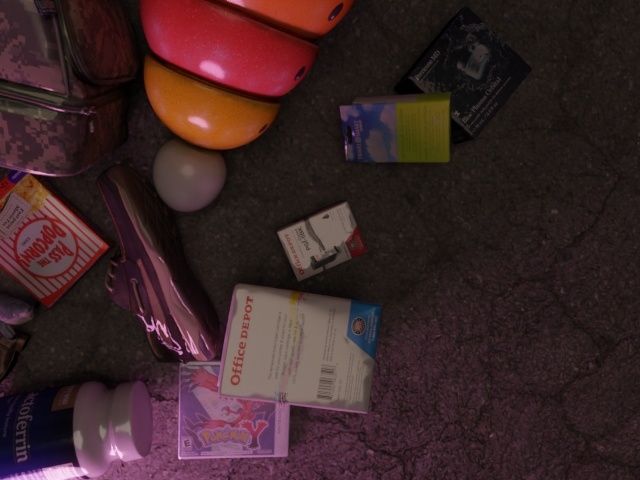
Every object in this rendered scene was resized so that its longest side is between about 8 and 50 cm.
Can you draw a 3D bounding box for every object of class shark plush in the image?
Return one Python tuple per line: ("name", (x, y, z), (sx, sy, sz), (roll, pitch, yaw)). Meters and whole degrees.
("shark plush", (-0.539, 0.091, 0.839), (0.161, 0.067, 0.073), (32, 60, 8))

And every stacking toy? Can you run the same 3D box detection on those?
("stacking toy", (-0.150, -0.265, 0.775), (0.350, 0.351, 0.480), (19, 113, -8))

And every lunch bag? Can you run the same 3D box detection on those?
("lunch bag", (-0.371, -0.249, 0.682), (0.212, 0.305, 0.256), (11, 110, -8))

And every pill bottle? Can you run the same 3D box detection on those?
("pill bottle", (-0.423, 0.316, 0.832), (0.264, 0.153, 0.153), (-10, 97, -6))

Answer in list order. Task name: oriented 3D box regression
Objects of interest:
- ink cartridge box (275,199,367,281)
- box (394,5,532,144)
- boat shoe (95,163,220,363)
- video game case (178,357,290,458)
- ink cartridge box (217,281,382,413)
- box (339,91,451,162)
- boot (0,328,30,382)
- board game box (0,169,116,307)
("ink cartridge box", (0.000, 0.000, 0.896), (0.135, 0.056, 0.099), (-24, 99, -4))
("box", (0.242, -0.278, 0.878), (0.158, 0.093, 0.156), (39, 90, -8))
("boat shoe", (-0.283, 0.057, 0.819), (0.130, 0.132, 0.356), (-20, 105, 2))
("video game case", (-0.155, 0.305, 0.927), (0.201, 0.023, 0.184), (2, 96, -7))
("ink cartridge box", (-0.040, 0.169, 0.841), (0.232, 0.168, 0.172), (10, 83, -8))
("box", (0.127, -0.186, 0.854), (0.178, 0.042, 0.109), (3, 124, 18))
("boot", (-0.569, 0.180, 0.858), (0.114, 0.037, 0.107), (29, 79, -12))
("board game box", (-0.467, -0.008, 0.846), (0.193, 0.045, 0.147), (44, 90, -9))
